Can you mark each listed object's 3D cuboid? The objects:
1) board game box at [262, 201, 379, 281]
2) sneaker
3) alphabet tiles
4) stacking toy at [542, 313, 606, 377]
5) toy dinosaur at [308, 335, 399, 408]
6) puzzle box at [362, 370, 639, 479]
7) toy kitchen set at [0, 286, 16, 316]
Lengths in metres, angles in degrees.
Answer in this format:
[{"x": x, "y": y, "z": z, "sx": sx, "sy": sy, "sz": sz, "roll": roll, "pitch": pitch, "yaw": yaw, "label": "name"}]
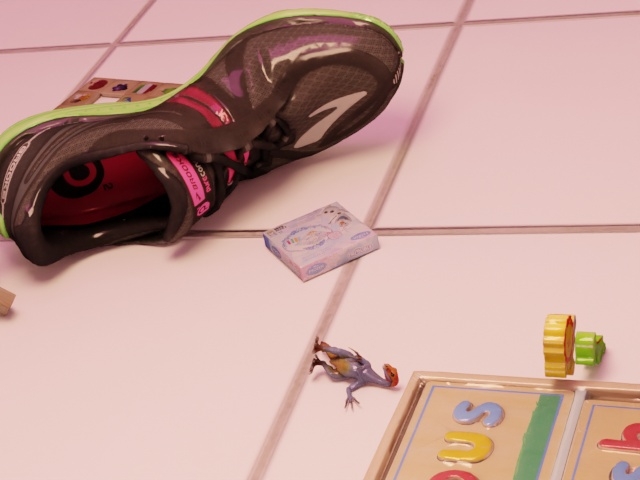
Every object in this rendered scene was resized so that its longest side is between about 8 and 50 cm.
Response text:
[{"x": 0.000, "y": 0.000, "z": 1.531, "sx": 0.090, "sy": 0.020, "sz": 0.090, "roll": -23, "pitch": 32, "yaw": -18, "label": "board game box"}, {"x": -0.123, "y": -0.091, "z": 1.605, "sx": 0.482, "sy": 0.185, "sz": 0.202, "roll": -24, "pitch": 38, "yaw": 0, "label": "sneaker"}, {"x": -0.275, "y": -0.143, "z": 1.877, "sx": 0.198, "sy": 0.009, "sz": 0.237, "roll": 8, "pitch": 37, "yaw": 30, "label": "alphabet tiles"}, {"x": 0.276, "y": 0.081, "z": 1.178, "sx": 0.167, "sy": 0.052, "sz": 0.221, "roll": 2, "pitch": -1, "yaw": 19, "label": "stacking toy"}, {"x": 0.032, "y": 0.108, "z": 1.327, "sx": 0.082, "sy": 0.047, "sz": 0.090, "roll": 13, "pitch": 25, "yaw": 7, "label": "toy dinosaur"}, {"x": 0.136, "y": 0.229, "z": 0.978, "sx": 0.272, "sy": 0.052, "sz": 0.409, "roll": 1, "pitch": 32, "yaw": 20, "label": "puzzle box"}, {"x": -0.344, "y": 0.029, "z": 1.555, "sx": 0.075, "sy": 0.068, "sz": 0.083, "roll": 27, "pitch": 64, "yaw": -8, "label": "toy kitchen set"}]
